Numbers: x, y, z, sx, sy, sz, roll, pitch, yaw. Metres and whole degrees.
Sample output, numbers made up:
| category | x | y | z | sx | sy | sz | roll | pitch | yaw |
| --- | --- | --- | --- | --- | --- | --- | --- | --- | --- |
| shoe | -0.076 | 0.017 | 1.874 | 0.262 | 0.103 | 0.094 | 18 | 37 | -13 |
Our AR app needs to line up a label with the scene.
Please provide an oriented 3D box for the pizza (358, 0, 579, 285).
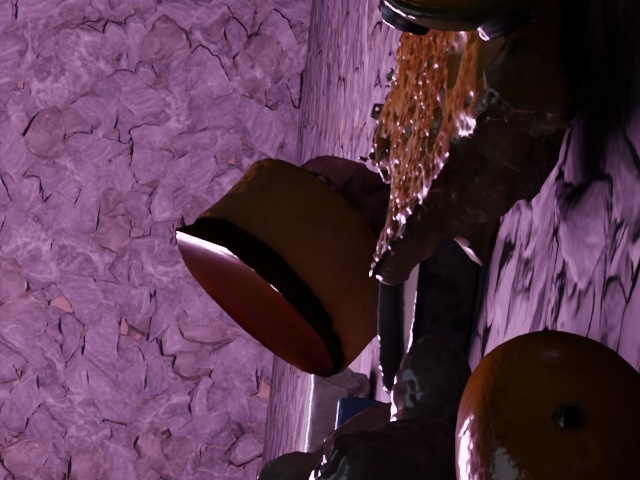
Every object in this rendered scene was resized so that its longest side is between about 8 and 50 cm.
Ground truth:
| category | x | y | z | sx | sy | sz | roll | pitch | yaw |
| --- | --- | --- | --- | --- | --- | --- | --- | --- | --- |
| pizza | 0.092 | -0.092 | 0.990 | 0.323 | 0.089 | 0.223 | -90 | 15 | -59 |

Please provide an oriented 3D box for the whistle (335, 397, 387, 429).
| category | x | y | z | sx | sy | sz | roll | pitch | yaw |
| --- | --- | --- | --- | --- | --- | --- | --- | --- | --- |
| whistle | 0.021 | 0.213 | 1.465 | 0.090 | 0.090 | 0.158 | -159 | 75 | -84 |

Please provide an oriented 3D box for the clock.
| category | x | y | z | sx | sy | sz | roll | pitch | yaw |
| --- | --- | --- | --- | --- | --- | --- | --- | --- | --- |
| clock | 0.077 | 0.013 | 1.282 | 0.215 | 0.041 | 0.215 | -175 | 90 | -84 |

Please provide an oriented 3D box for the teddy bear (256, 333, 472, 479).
| category | x | y | z | sx | sy | sz | roll | pitch | yaw |
| --- | --- | --- | --- | --- | --- | --- | --- | --- | --- |
| teddy bear | 0.039 | 0.168 | 0.973 | 0.267 | 0.151 | 0.236 | -136 | 66 | -80 |

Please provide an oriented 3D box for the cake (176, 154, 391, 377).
| category | x | y | z | sx | sy | sz | roll | pitch | yaw |
| --- | --- | --- | --- | --- | --- | --- | --- | --- | --- |
| cake | 0.000 | 0.000 | 1.523 | 0.178 | 0.185 | 0.208 | -49 | -26 | -14 |

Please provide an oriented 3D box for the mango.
| category | x | y | z | sx | sy | sz | roll | pitch | yaw |
| --- | --- | --- | --- | --- | --- | --- | --- | --- | --- |
| mango | 0.101 | 0.091 | 0.743 | 0.165 | 0.089 | 0.115 | -92 | -1 | -73 |

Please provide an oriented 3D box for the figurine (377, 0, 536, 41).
| category | x | y | z | sx | sy | sz | roll | pitch | yaw |
| --- | --- | --- | --- | --- | --- | --- | --- | --- | --- |
| figurine | 0.091 | -0.186 | 0.851 | 0.250 | 0.166 | 0.141 | -44 | -46 | -52 |

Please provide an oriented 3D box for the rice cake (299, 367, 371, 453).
| category | x | y | z | sx | sy | sz | roll | pitch | yaw |
| --- | --- | --- | --- | --- | --- | --- | --- | --- | --- |
| rice cake | 0.008 | 0.217 | 1.698 | 0.069 | 0.063 | 0.207 | -81 | -1 | -79 |
